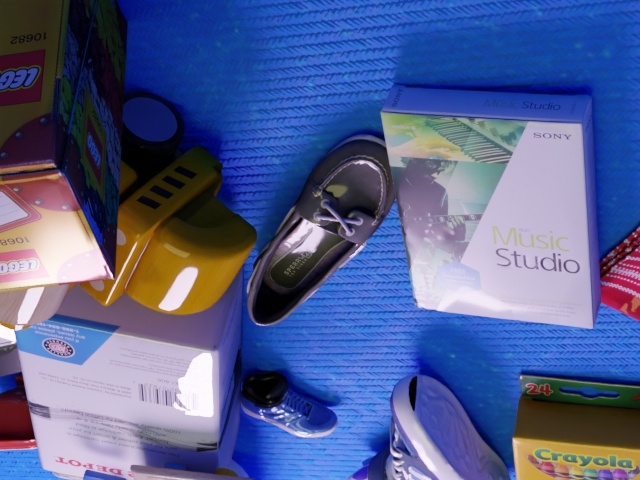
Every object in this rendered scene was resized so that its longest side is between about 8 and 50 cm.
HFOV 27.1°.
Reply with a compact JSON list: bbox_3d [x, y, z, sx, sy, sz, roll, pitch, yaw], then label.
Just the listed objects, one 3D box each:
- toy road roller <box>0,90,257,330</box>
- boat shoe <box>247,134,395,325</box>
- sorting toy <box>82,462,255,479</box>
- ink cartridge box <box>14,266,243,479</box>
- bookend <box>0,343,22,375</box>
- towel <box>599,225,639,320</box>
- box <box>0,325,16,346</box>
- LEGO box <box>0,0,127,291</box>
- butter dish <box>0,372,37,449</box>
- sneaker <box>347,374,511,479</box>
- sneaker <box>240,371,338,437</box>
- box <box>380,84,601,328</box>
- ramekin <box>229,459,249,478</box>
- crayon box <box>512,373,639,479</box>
[{"bbox_3d":[-0.230,0.001,1.585,0.240,0.329,0.202,39,136,6],"label":"toy road roller"},{"bbox_3d":[0.000,0.000,1.673,0.112,0.095,0.335,28,138,-11],"label":"boat shoe"},{"bbox_3d":[-0.174,0.373,1.940,0.347,0.047,0.196,6,143,7],"label":"sorting toy"},{"bbox_3d":[-0.266,0.191,1.920,0.285,0.166,0.395,11,138,5],"label":"ink cartridge box"},{"bbox_3d":[-0.502,0.184,1.978,0.156,0.157,0.072,-12,133,7],"label":"bookend"},{"bbox_3d":[0.467,0.028,1.586,0.198,0.031,0.275,27,138,-11],"label":"towel"},{"bbox_3d":[-0.576,0.090,1.909,0.290,0.087,0.169,-12,135,0],"label":"box"},{"bbox_3d":[-0.471,-0.131,1.389,0.500,0.373,0.193,-6,145,5],"label":"LEGO box"},{"bbox_3d":[-0.471,0.272,2.134,0.160,0.118,0.160,-7,177,30],"label":"butter dish"},{"bbox_3d":[0.118,0.332,1.965,0.236,0.130,0.323,-17,134,28],"label":"sneaker"},{"bbox_3d":[-0.047,0.243,1.983,0.152,0.058,0.085,18,148,10],"label":"sneaker"},{"bbox_3d":[0.207,-0.035,1.568,0.232,0.058,0.322,5,133,21],"label":"box"},{"bbox_3d":[-0.227,0.455,2.127,0.277,0.277,0.135,12,130,7],"label":"ramekin"},{"bbox_3d":[0.383,0.325,1.902,0.202,0.081,0.319,3,136,17],"label":"crayon box"}]
